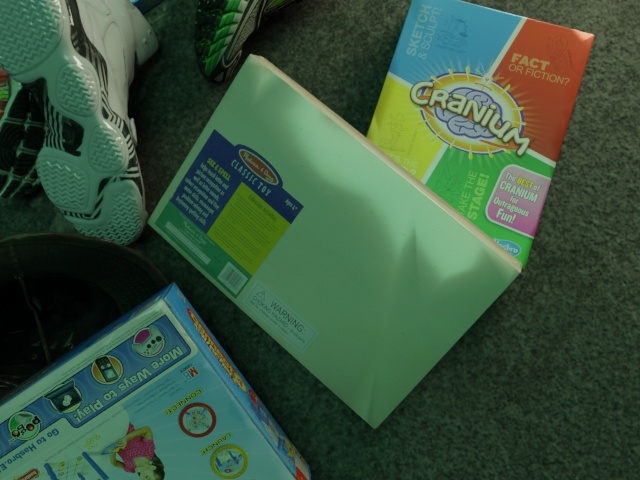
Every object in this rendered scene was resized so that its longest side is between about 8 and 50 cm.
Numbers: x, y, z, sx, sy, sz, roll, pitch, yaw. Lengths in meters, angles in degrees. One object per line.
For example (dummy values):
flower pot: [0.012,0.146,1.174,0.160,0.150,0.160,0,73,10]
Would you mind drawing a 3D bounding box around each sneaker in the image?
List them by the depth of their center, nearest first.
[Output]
sneaker: [-0.051,-0.347,0.812,0.343,0.146,0.134,-50,36,18]
sneaker: [-0.289,-0.186,0.824,0.137,0.210,0.366,-5,118,17]
sneaker: [-0.437,-0.192,0.876,0.118,0.107,0.279,2,79,25]

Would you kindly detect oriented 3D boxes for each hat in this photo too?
hat: [-0.355,0.095,0.787,0.331,0.134,0.331,-10,122,-16]

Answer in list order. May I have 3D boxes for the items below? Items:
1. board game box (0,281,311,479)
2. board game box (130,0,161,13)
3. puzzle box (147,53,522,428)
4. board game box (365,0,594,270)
board game box: [-0.217,0.261,0.735,0.308,0.086,0.302,-33,101,1]
board game box: [-0.295,-0.441,0.908,0.160,0.039,0.211,-33,82,1]
puzzle box: [0.000,0.000,0.764,0.409,0.052,0.272,41,111,9]
board game box: [0.189,-0.143,0.805,0.242,0.064,0.317,17,85,8]
